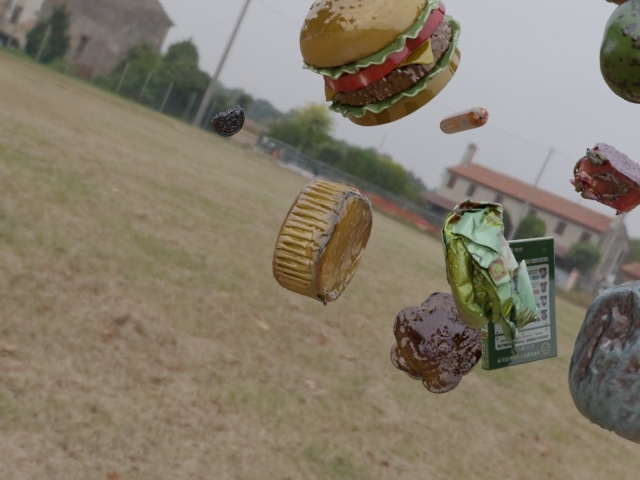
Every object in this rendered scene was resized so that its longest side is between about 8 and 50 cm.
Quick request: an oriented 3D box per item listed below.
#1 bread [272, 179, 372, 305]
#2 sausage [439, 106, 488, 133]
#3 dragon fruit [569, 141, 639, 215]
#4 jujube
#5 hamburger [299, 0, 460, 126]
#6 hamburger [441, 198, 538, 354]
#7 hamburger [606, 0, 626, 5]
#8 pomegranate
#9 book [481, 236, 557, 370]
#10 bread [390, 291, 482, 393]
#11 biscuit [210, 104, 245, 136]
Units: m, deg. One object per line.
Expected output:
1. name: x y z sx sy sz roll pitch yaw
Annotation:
1. bread: 0.000 -0.001 1.322 0.104 0.199 0.199 19 3 24
2. sausage: 0.361 -0.305 2.044 0.053 0.053 0.348 23 1 -7
3. dragon fruit: 0.778 -0.164 2.187 0.282 0.147 0.211 9 38 -34
4. jujube: 0.607 0.216 1.514 0.215 0.308 0.246 25 3 -22
5. hamburger: 0.093 -0.352 1.379 0.274 0.274 0.212 31 -17 52
6. hamburger: 0.253 0.064 1.220 0.125 0.235 0.214 -12 -18 20
7. hamburger: 0.784 -0.660 1.844 0.209 0.162 0.330 37 -35 13
8. pomegranate: 0.740 -0.410 1.739 0.254 0.254 0.270 18 31 -49
9. book: 0.420 0.130 1.697 0.202 0.264 0.027 -5 5 -31
10. bread: 0.289 0.241 1.948 0.232 0.246 0.135 33 -13 25
11. biscuit: -0.232 -0.303 2.021 0.087 0.089 0.027 23 12 -45
